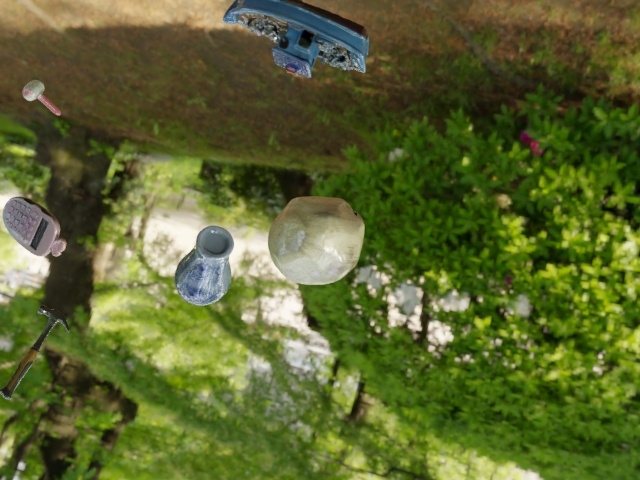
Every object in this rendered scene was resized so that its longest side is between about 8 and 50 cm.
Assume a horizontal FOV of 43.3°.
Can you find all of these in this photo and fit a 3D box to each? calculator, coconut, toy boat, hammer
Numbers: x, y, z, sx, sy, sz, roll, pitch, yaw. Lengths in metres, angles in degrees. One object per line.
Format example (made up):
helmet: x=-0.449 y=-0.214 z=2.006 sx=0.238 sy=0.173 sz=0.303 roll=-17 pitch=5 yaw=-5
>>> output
calculator: x=-0.594 y=-0.026 z=1.674 sx=0.166 sy=0.103 sz=0.024 roll=36 pitch=-159 yaw=10
coconut: x=0.000 y=0.000 z=1.767 sx=0.224 sy=0.224 sz=0.224 roll=15 pitch=166 yaw=4
toy boat: x=-0.036 y=-0.289 z=1.159 sx=0.223 sy=0.097 sz=0.100 roll=23 pitch=172 yaw=9
hammer: x=-0.546 y=-0.278 z=1.589 sx=0.083 sy=0.052 sz=0.031 roll=43 pitch=125 yaw=-17
hammer: x=-0.577 y=0.229 z=1.624 sx=0.078 sy=0.201 sz=0.021 roll=26 pitch=152 yaw=-3

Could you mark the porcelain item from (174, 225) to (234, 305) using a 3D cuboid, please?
porcelain item: x=-0.272 y=0.064 z=1.919 sx=0.141 sy=0.141 sz=0.259 roll=18 pitch=145 yaw=-7
